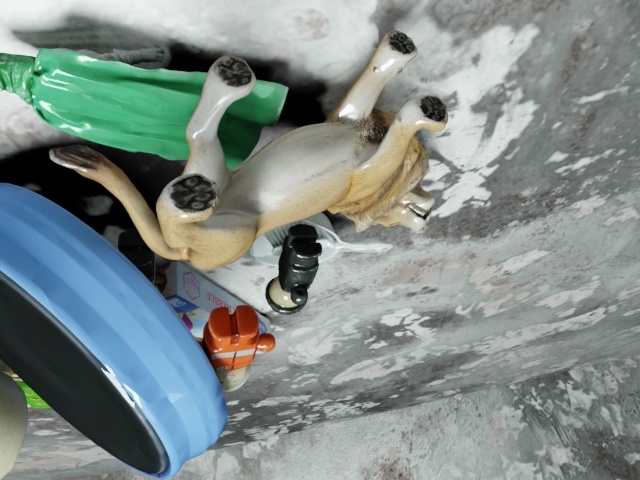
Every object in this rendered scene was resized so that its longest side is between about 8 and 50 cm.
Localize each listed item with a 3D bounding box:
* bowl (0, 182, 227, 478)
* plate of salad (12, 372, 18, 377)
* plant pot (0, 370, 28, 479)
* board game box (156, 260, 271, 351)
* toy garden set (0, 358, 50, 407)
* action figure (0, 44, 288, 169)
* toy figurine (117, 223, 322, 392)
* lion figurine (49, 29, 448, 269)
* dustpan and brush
[{"bbox_3d":[-0.283,0.123,0.535,0.390,0.077,0.391,21,135,22],"label":"bowl"},{"bbox_3d":[-0.688,0.303,0.950,0.199,0.048,0.200,-9,149,-6],"label":"plate of salad"},{"bbox_3d":[-0.547,0.211,0.535,0.333,0.334,0.306,-18,140,9],"label":"plant pot"},{"bbox_3d":[-0.300,0.172,0.854,0.318,0.066,0.318,-19,148,14],"label":"board game box"},{"bbox_3d":[-0.461,0.228,0.789,0.244,0.049,0.204,0,144,-8],"label":"toy garden set"},{"bbox_3d":[-0.162,-0.126,0.420,0.232,0.064,0.137,4,144,-36],"label":"action figure"},{"bbox_3d":[-0.122,0.048,0.566,0.209,0.213,0.148,31,141,8],"label":"toy figurine"},{"bbox_3d":[-0.027,-0.056,0.446,0.391,0.142,0.240,-16,162,-28],"label":"lion figurine"},{"bbox_3d":[0.000,0.000,0.689,0.211,0.060,0.147,-7,149,-9],"label":"dustpan and brush"}]
